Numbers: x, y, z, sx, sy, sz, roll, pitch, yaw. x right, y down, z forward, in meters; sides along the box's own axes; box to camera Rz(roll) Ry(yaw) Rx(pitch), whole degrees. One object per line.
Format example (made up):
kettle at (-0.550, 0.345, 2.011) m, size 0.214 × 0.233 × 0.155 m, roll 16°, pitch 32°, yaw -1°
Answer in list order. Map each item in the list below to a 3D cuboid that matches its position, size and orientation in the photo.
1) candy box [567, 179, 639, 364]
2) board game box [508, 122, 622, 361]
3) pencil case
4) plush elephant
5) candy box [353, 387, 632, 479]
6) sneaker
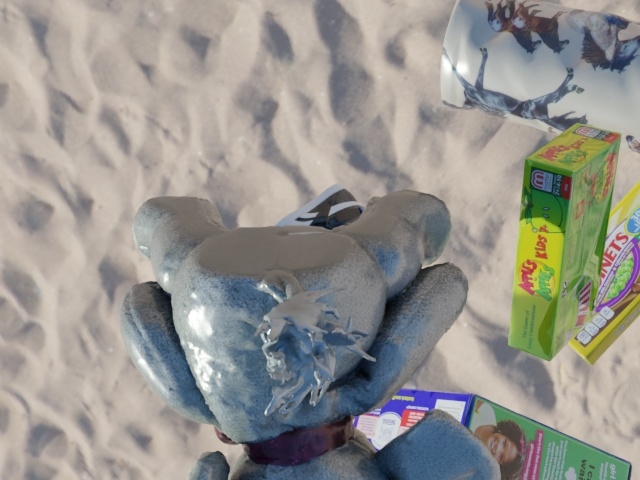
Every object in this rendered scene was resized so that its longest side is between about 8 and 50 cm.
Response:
candy box at (0.329, 0.028, 0.981) m, size 0.206 × 0.027 × 0.105 m, roll -48°, pitch 42°, yaw 5°
board game box at (0.207, 0.002, 0.763) m, size 0.043 × 0.092 × 0.181 m, roll 21°, pitch 127°, yaw 34°
pencil case at (0.340, -0.213, 1.103) m, size 0.410 × 0.183 × 0.160 m, roll 18°, pitch 159°, yaw 26°
plush elephant at (-0.014, 0.121, 0.675) m, size 0.272 × 0.330 × 0.255 m, roll -3°, pitch 109°, yaw -3°
candy box at (0.242, 0.318, 1.310) m, size 0.317 × 0.122 × 0.268 m, roll 24°, pitch 163°, yaw -25°
sneaker at (0.000, 0.000, 1.506) m, size 0.121 × 0.217 × 0.079 m, roll 41°, pitch 156°, yaw 20°
